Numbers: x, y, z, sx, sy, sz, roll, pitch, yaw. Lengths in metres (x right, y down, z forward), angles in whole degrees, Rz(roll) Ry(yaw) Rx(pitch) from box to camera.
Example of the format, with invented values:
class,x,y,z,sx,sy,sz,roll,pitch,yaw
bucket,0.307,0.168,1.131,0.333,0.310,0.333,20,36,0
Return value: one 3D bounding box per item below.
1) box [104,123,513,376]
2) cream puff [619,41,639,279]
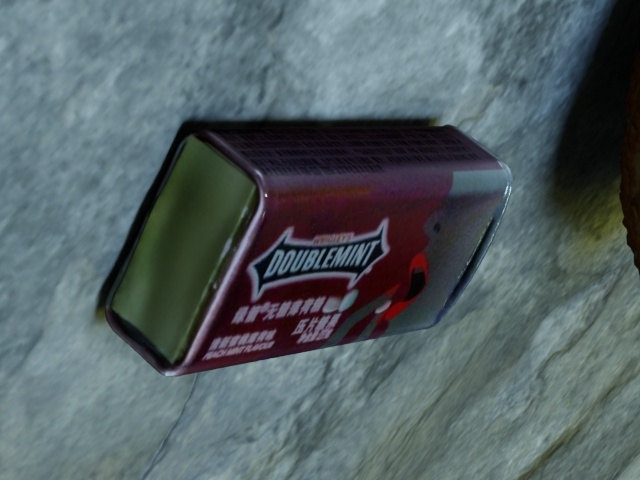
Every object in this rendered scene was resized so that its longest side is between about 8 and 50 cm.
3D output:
class,x,y,z,sx,sy,sz,roll,pitch,yaw
box,0.000,0.000,0.849,0.224,0.069,0.120,-3,127,-54
cream puff,0.326,-0.085,1.062,0.350,0.228,0.350,-22,136,-22
